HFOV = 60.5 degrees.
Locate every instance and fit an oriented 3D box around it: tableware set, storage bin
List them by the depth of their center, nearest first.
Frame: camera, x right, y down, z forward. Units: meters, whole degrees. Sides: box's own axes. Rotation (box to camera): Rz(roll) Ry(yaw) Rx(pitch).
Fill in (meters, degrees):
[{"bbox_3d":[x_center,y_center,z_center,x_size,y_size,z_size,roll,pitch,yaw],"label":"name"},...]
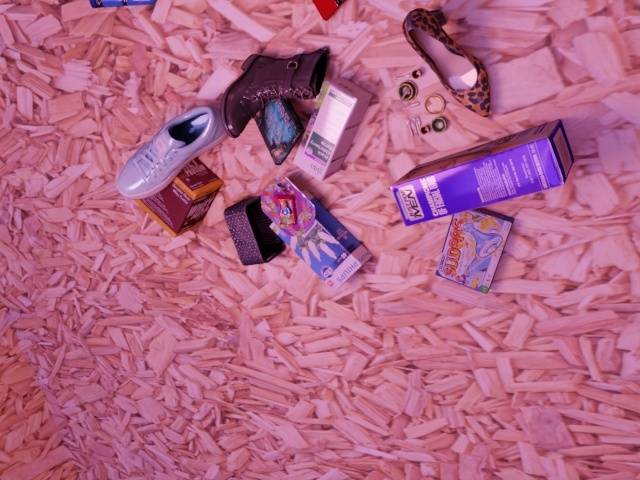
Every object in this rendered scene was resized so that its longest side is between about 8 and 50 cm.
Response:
[{"bbox_3d":[0.230,-0.315,1.262,0.104,0.024,0.154,-8,107,33],"label":"tableware set"},{"bbox_3d":[-0.189,-0.029,1.584,0.085,0.122,0.180,-8,108,33],"label":"storage bin"}]

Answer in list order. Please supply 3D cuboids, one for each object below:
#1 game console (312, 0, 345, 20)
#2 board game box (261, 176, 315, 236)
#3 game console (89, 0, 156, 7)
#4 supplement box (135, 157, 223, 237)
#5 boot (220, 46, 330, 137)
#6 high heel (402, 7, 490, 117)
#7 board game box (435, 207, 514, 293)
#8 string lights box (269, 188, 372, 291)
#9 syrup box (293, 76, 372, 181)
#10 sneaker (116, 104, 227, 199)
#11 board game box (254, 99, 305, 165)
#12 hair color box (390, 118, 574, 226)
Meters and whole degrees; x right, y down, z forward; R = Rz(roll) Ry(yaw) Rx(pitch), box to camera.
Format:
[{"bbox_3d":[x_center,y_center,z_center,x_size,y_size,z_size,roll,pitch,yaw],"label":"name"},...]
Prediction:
[{"bbox_3d":[0.025,-0.605,1.256,0.124,0.085,0.144,-31,95,6],"label":"game console"},{"bbox_3d":[-0.097,-0.083,1.464,0.168,0.033,0.133,46,125,5],"label":"board game box"},{"bbox_3d":[-0.568,-0.798,1.502,0.251,0.173,0.292,-2,114,2],"label":"game console"},{"bbox_3d":[-0.435,-0.152,1.670,0.191,0.129,0.194,42,127,8],"label":"supplement box"},{"bbox_3d":[-0.108,-0.363,1.334,0.229,0.091,0.262,11,74,30],"label":"boot"},{"bbox_3d":[0.258,-0.352,1.125,0.093,0.186,0.261,-28,96,37],"label":"high heel"},{"bbox_3d":[0.369,0.018,1.326,0.136,0.035,0.201,21,121,21],"label":"board game box"},{"bbox_3d":[0.000,0.000,1.513,0.260,0.077,0.133,45,125,6],"label":"string lights box"},{"bbox_3d":[0.028,-0.273,1.358,0.093,0.096,0.236,35,124,13],"label":"syrup box"},{"bbox_3d":[-0.423,-0.254,1.494,0.366,0.150,0.135,-40,81,0],"label":"sneaker"},{"bbox_3d":[-0.110,-0.302,1.413,0.126,0.026,0.186,-51,51,36],"label":"board game box"},{"bbox_3d":[0.343,-0.142,1.175,0.339,0.185,0.110,-17,102,35],"label":"hair color box"}]
